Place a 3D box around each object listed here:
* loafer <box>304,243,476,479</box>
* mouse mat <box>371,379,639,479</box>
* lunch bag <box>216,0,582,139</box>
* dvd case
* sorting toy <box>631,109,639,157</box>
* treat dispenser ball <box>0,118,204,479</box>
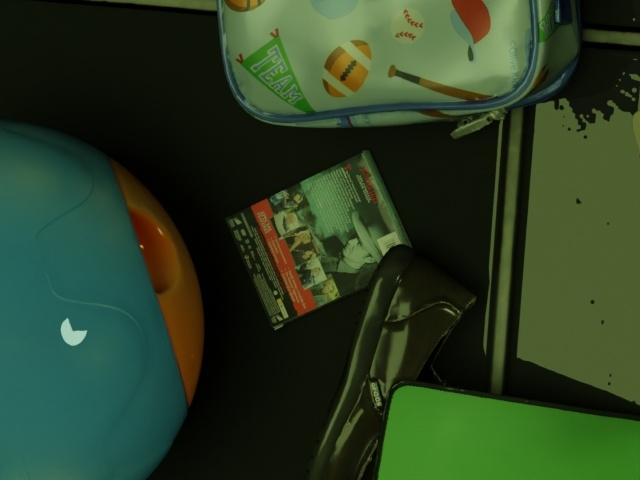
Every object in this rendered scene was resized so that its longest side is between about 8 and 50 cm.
[{"bbox_3d":[0.048,0.115,1.282,0.078,0.080,0.220,19,110,11],"label":"loafer"},{"bbox_3d":[0.126,0.176,1.257,0.189,0.007,0.153,9,102,1],"label":"mouse mat"},{"bbox_3d":[0.052,-0.213,1.218,0.243,0.115,0.303,-4,95,23],"label":"lunch bag"},{"bbox_3d":[0.000,0.000,1.326,0.119,0.013,0.087,-26,86,27],"label":"dvd case"},{"bbox_3d":[0.329,0.015,1.131,0.255,0.089,0.257,-15,91,26],"label":"sorting toy"},{"bbox_3d":[-0.221,0.062,1.286,0.288,0.288,0.288,4,99,25],"label":"treat dispenser ball"}]
